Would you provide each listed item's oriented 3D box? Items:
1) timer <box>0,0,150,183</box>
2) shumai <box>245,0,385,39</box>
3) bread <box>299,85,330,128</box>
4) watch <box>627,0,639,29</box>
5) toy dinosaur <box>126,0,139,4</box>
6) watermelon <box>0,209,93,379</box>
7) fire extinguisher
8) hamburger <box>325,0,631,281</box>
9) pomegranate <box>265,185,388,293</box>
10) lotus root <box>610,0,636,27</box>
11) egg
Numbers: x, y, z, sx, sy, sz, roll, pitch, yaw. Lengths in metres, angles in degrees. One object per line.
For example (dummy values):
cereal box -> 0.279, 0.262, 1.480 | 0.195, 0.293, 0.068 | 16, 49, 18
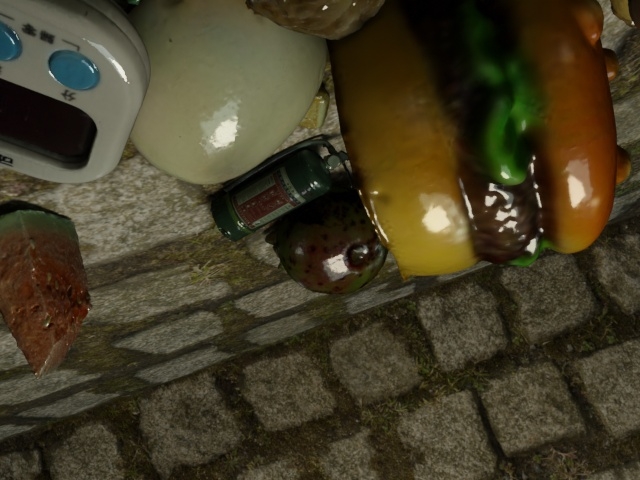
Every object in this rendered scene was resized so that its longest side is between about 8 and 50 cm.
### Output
timer -> -0.302, -0.165, 0.531 | 0.262, 0.087, 0.237 | 20, 145, -22
shumai -> -0.003, -0.258, 0.461 | 0.167, 0.175, 0.205 | 5, 124, -2
bread -> -0.013, -0.206, 0.877 | 0.049, 0.033, 0.088 | -2, 154, -7
watch -> 0.314, -0.350, 0.359 | 0.314, 0.335, 0.327 | -21, 170, 5
toy dinosaur -> -0.164, -0.296, 0.423 | 0.120, 0.079, 0.292 | -6, 167, 11
watermelon -> -0.454, 0.095, 0.938 | 0.140, 0.256, 0.193 | -21, 168, 6
fire extinguisher -> -0.061, -0.099, 1.032 | 0.294, 0.118, 0.093 | -27, -166, 20
hamburger -> 0.192, -0.156, 0.687 | 0.278, 0.395, 0.396 | -13, 163, 16
pomegranate -> 0.017, 0.001, 1.215 | 0.242, 0.242, 0.306 | -14, 180, -15
lotus root -> 0.453, -0.375, 0.718 | 0.146, 0.130, 0.303 | -19, 161, 4
egg -> -0.100, -0.174, 0.675 | 0.286, 0.174, 0.264 | -26, 164, 8
